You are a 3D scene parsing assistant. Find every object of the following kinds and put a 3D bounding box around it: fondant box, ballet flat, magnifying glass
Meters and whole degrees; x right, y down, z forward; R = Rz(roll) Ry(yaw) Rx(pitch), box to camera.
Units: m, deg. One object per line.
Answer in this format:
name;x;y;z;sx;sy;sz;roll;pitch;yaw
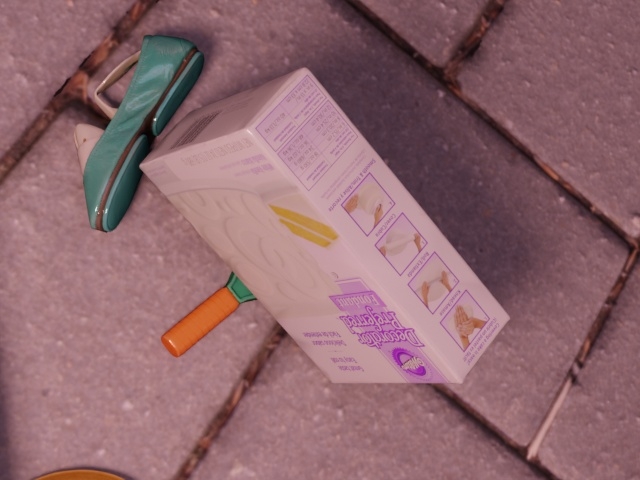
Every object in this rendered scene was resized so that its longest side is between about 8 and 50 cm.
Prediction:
fondant box;0.000;0.000;1.284;0.330;0.238;0.096;48;63;-18
ballet flat;-0.210;-0.119;1.358;0.087;0.083;0.247;21;65;8
magnifying glass;-0.080;0.047;1.390;0.231;0.026;0.092;-40;94;-28

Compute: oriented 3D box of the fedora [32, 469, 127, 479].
fedora;-0.226;0.305;1.213;0.194;0.079;0.194;7;72;-23
